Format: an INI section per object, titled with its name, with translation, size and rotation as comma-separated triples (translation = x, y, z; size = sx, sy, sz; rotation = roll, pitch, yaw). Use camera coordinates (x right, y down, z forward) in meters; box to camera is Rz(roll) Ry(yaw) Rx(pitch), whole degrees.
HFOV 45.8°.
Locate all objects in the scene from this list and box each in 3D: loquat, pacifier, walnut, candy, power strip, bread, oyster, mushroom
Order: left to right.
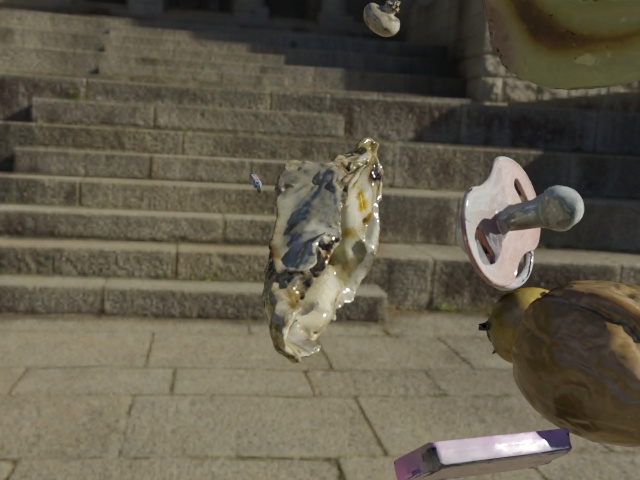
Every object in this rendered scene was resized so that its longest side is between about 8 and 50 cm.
[candy]
translation = -0.158, -0.140, 1.836
size = 0.020, 0.030, 0.083
rotation = -9, 30, -20
[oyster]
translation = -0.005, -0.001, 0.885
size = 0.111, 0.341, 0.166
rotation = 0, -33, 19
[mushroom]
translation = 0.134, -0.470, 1.575
size = 0.085, 0.079, 0.085
rotation = 26, 33, -19
[power strip]
translation = 0.239, 0.313, 1.100
size = 0.279, 0.037, 0.109
rotation = 3, -31, -28
[pacifier]
translation = 0.414, -0.047, 1.635
size = 0.220, 0.273, 0.332
rotation = 37, 47, 10
[loquat]
translation = 0.422, 0.165, 1.506
size = 0.205, 0.149, 0.172
rotation = -23, -9, 13
[walnut]
translation = 0.469, 0.196, 1.210
size = 0.277, 0.251, 0.313
rotation = 10, 11, -42
[bread]
translation = 0.240, -0.258, 0.542
size = 0.155, 0.187, 0.338
rotation = 15, 45, 36
